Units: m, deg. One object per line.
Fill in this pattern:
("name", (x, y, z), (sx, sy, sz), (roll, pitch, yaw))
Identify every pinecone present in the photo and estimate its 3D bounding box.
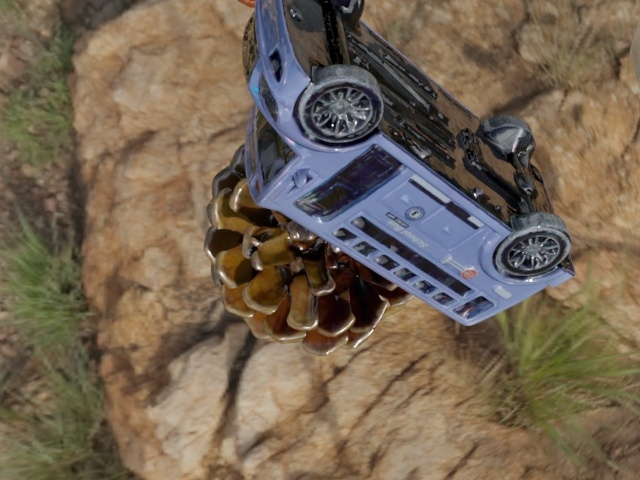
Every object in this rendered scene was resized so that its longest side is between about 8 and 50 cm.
("pinecone", (0.000, 0.000, 1.471), (0.384, 0.384, 0.384), (-2, 84, 20))

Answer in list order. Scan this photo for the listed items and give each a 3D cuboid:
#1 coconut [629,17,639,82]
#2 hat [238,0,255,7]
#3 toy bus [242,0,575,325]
("coconut", (0.397, -0.213, 1.143), (0.110, 0.124, 0.110), (21, 120, 43))
("hat", (-0.115, -0.479, 1.805), (0.112, 0.162, 0.094), (-9, 71, 0))
("toy bus", (0.047, -0.055, 0.713), (0.133, 0.292, 0.125), (-36, 41, 28))
